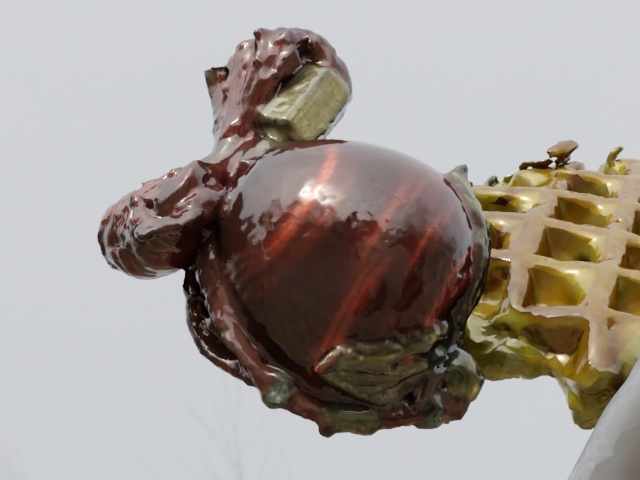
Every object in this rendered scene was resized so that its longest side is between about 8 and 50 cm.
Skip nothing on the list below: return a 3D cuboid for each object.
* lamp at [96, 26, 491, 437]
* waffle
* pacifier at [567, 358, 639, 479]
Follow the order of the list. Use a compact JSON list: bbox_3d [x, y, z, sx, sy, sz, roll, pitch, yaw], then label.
[{"bbox_3d":[0.008,-0.004,0.934,0.223,0.215,0.151,46,-42,-7],"label":"lamp"},{"bbox_3d":[0.214,0.022,1.046,0.325,0.302,0.068,-10,-58,-29],"label":"waffle"},{"bbox_3d":[0.127,0.146,0.301,0.273,0.220,0.332,44,-22,-4],"label":"pacifier"}]
